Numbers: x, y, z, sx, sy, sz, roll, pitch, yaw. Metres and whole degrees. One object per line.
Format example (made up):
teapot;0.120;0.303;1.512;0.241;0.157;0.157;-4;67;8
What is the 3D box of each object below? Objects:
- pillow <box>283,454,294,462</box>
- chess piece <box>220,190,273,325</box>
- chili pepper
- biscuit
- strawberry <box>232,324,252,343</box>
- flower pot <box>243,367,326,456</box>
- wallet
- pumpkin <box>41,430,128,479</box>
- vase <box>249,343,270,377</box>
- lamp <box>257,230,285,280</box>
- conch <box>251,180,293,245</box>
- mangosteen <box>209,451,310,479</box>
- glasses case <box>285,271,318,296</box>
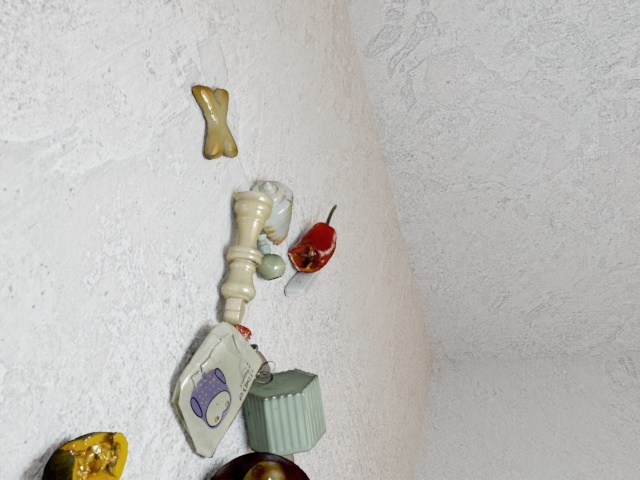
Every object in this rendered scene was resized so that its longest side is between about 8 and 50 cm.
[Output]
pillow;-0.132;0.788;1.810;0.270;0.067;0.173;-68;150;-47
chess piece;-0.220;0.053;1.701;0.117;0.117;0.397;47;44;-57
chili pepper;-0.002;0.004;2.218;0.131;0.135;0.338;59;28;-15
biscuit;-0.296;-0.339;1.688;0.164;0.047;0.207;-27;110;-68
strawberry;-0.239;0.270;1.681;0.083;0.073;0.073;40;35;-8
flower pot;-0.107;0.509;1.744;0.239;0.209;0.189;-21;104;-66
wallet;-0.260;0.377;1.542;0.335;0.068;0.274;-59;135;-40
pumpkin;-0.442;0.424;1.071;0.183;0.108;0.119;-41;130;-73
vase;-0.192;0.364;1.778;0.053;0.053;0.100;-62;137;-54
lamp;-0.170;0.045;1.879;0.091;0.091;0.163;4;67;-68
conch;-0.135;-0.095;1.921;0.255;0.127;0.158;61;31;-46
mangosteen;-0.138;0.682;1.459;0.307;0.347;0.306;13;62;-26
glasses case;-0.066;0.150;2.106;0.197;0.076;0.049;-48;131;-61
